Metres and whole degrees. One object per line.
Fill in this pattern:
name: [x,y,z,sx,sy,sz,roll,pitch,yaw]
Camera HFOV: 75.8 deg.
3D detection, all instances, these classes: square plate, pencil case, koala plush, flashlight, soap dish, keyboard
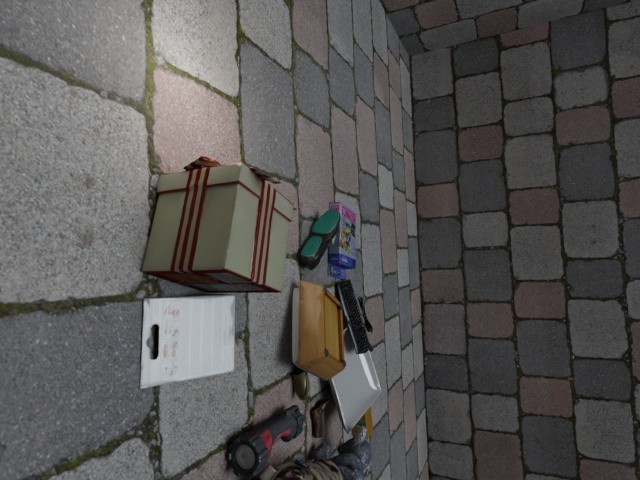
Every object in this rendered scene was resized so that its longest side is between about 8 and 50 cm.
square plate: [0.121,0.538,1.689,0.347,0.049,0.344,-16,87,-59]
pencil case: [-0.037,0.724,1.201,0.160,0.183,0.410,-39,153,-9]
koala plush: [0.112,0.805,1.492,0.221,0.203,0.196,-30,116,-46]
flashlight: [-0.139,0.566,1.169,0.103,0.103,0.304,54,12,20]
soap dish: [-0.002,0.306,1.406,0.229,0.118,0.291,51,32,-51]
keyboard: [0.163,0.325,1.799,0.201,0.033,0.317,-6,79,-61]

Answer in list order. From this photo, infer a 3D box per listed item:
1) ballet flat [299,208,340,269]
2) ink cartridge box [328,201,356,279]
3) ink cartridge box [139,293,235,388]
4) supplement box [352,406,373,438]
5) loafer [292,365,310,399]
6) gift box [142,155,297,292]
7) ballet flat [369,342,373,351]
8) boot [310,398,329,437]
ballet flat: [0.000,0.000,1.548,0.280,0.095,0.096,-56,147,-37]
ink cartridge box: [0.097,0.008,1.778,0.185,0.065,0.311,25,67,-62]
ink cartridge box: [-0.302,0.218,0.938,0.232,0.066,0.189,5,82,-43]
supplement box: [0.180,0.758,1.838,0.080,0.078,0.234,-23,107,-63]
loafer: [-0.070,0.458,1.377,0.050,0.056,0.148,26,54,-61]
gift box: [-0.194,-0.026,0.924,0.255,0.276,0.258,42,48,-63]
ballet flat: [0.184,0.479,1.892,0.203,0.074,0.074,57,38,-37]
boot: [0.003,0.659,1.520,0.106,0.037,0.114,-16,98,-51]
